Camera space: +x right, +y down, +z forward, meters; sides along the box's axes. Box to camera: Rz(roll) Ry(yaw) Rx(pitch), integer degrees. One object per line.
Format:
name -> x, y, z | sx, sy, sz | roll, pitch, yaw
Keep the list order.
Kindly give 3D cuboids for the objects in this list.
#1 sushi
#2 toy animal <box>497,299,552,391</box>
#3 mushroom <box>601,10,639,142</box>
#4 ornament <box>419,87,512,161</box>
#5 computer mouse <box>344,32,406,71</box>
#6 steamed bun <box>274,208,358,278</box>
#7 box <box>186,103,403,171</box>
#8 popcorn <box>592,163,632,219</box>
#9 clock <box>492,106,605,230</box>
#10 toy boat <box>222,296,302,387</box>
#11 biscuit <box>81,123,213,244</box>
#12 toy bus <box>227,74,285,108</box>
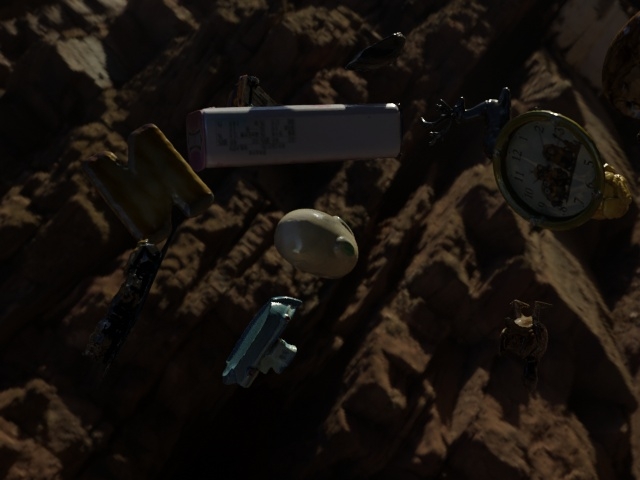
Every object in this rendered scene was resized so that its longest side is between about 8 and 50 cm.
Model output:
sushi -> -0.370, 0.100, 1.364 | 0.292, 0.059, 0.294 | -51, 18, 41
toy animal -> 0.402, 0.208, 1.410 | 0.188, 0.089, 0.179 | 19, -106, -51
mushroom -> 0.602, -0.273, 1.160 | 0.195, 0.263, 0.283 | -49, -24, -56
ornament -> 0.371, -0.276, 1.812 | 0.080, 0.236, 0.202 | 32, -123, -61
computer mouse -> 0.108, -0.346, 1.333 | 0.135, 0.047, 0.079 | -29, 5, -16
steamed bun -> 0.000, 0.000, 1.802 | 0.131, 0.228, 0.177 | -53, 20, 31
box -> -0.045, -0.187, 1.280 | 0.190, 0.369, 0.112 | -155, 62, -70
popcorn -> 0.692, -0.118, 1.768 | 0.163, 0.194, 0.140 | 167, 100, -68
clock -> 0.431, -0.134, 1.325 | 0.057, 0.237, 0.237 | -29, -13, -34
toy boat -> -0.101, 0.207, 1.401 | 0.215, 0.102, 0.088 | -59, 21, -11
biscuit -> -0.445, -0.144, 1.836 | 0.237, 0.291, 0.062 | -39, -6, -22
toy bus -> -0.149, -0.293, 1.613 | 0.194, 0.088, 0.083 | 36, -127, -58
